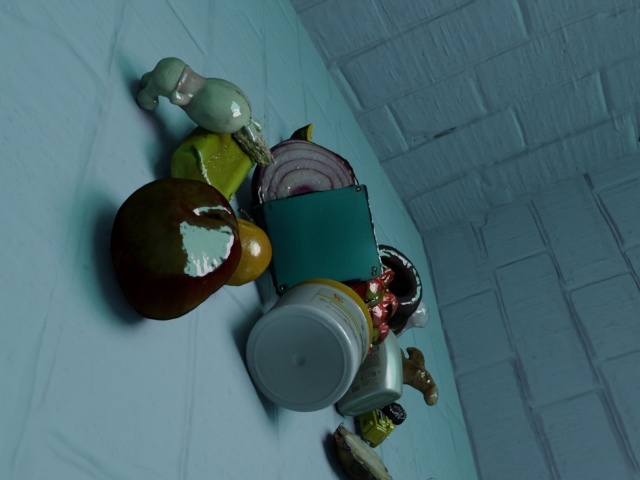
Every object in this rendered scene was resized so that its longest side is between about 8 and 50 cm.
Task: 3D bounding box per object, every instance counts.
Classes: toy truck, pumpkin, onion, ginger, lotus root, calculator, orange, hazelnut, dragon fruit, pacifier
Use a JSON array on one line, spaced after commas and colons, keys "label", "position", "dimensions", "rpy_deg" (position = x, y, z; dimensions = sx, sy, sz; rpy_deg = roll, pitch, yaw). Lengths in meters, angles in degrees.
[{"label": "toy truck", "position": [0.156, 0.455, 2.162], "dimensions": [0.111, 0.136, 0.286], "rpy_deg": [29, 27, -21]}, {"label": "pumpkin", "position": [-0.053, -0.282, 2.473], "dimensions": [0.119, 0.107, 0.183], "rpy_deg": [-77, 150, -53]}, {"label": "onion", "position": [-0.032, -0.089, 1.981], "dimensions": [0.337, 0.282, 0.260], "rpy_deg": [61, -6, 7]}, {"label": "ginger", "position": [0.187, 0.346, 2.147], "dimensions": [0.080, 0.333, 0.166], "rpy_deg": [80, 30, -43]}, {"label": "lotus root", "position": [0.100, 0.572, 1.918], "dimensions": [0.329, 0.078, 0.167], "rpy_deg": [52, 2, -44]}, {"label": "calculator", "position": [0.000, 0.000, 1.808], "dimensions": [0.058, 0.274, 0.248], "rpy_deg": [76, 0, -83]}, {"label": "orange", "position": [-0.180, 0.024, 1.548], "dimensions": [0.159, 0.159, 0.136], "rpy_deg": [-22, 132, -75]}, {"label": "hazelnut", "position": [-0.244, 0.019, 1.268], "dimensions": [0.217, 0.217, 0.251], "rpy_deg": [56, 29, -38]}, {"label": "dragon fruit", "position": [0.069, 0.176, 1.923], "dimensions": [0.237, 0.303, 0.231], "rpy_deg": [39, 5, 10]}, {"label": "pacifier", "position": [0.203, 0.292, 2.385], "dimensions": [0.332, 0.273, 0.220], "rpy_deg": [50, 44, -48]}]

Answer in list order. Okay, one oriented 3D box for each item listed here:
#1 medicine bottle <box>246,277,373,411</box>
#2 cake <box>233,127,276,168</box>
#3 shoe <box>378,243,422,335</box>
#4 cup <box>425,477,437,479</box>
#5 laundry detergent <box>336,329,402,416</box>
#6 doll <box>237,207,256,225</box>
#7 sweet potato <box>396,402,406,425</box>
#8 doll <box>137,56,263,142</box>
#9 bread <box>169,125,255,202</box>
[{"label": "medicine bottle", "position": [-0.018, 0.223, 1.655], "dimensions": [0.238, 0.238, 0.232], "rpy_deg": [67, 16, -6]}, {"label": "cake", "position": [-0.147, -0.211, 1.724], "dimensions": [0.055, 0.051, 0.140], "rpy_deg": [-92, 156, -52]}, {"label": "shoe", "position": [0.131, 0.088, 2.205], "dimensions": [0.384, 0.171, 0.237], "rpy_deg": [52, -35, 20]}, {"label": "cup", "position": [0.224, 0.767, 1.854], "dimensions": [0.347, 0.163, 0.347], "rpy_deg": [-14, 90, -71]}, {"label": "laundry detergent", "position": [0.115, 0.313, 2.057], "dimensions": [0.105, 0.215, 0.280], "rpy_deg": [25, 45, -40]}, {"label": "doll", "position": [-0.164, 0.009, 1.797], "dimensions": [0.165, 0.057, 0.139], "rpy_deg": [51, 20, -71]}, {"label": "sweet potato", "position": [0.208, 0.531, 2.365], "dimensions": [0.233, 0.062, 0.081], "rpy_deg": [39, 18, -56]}, {"label": "doll", "position": [-0.243, -0.296, 1.575], "dimensions": [0.275, 0.113, 0.155], "rpy_deg": [20, 35, -6]}, {"label": "bread", "position": [-0.239, -0.175, 1.672], "dimensions": [0.383, 0.112, 0.166], "rpy_deg": [-74, 143, -65]}]
